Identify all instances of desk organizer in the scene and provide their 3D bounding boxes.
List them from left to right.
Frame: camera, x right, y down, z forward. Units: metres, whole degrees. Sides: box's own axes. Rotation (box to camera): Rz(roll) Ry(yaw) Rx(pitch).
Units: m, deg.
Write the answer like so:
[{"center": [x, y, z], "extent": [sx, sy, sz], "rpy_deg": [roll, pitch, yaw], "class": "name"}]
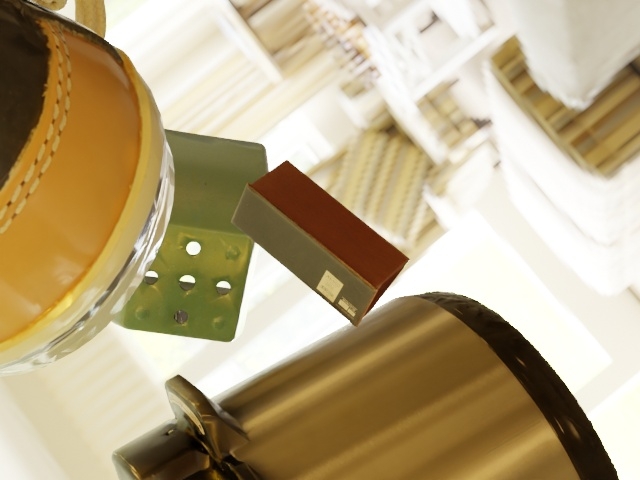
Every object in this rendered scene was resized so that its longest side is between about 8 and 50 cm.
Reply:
[{"center": [0.000, 0.000, 1.086], "extent": [0.130, 0.050, 0.047], "rpy_deg": [40, 136, 13], "class": "desk organizer"}]

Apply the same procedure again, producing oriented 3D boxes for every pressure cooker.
[{"center": [0.014, 0.275, 1.239], "extent": [0.370, 0.420, 0.375], "rpy_deg": [55, 159, 19], "class": "pressure cooker"}]

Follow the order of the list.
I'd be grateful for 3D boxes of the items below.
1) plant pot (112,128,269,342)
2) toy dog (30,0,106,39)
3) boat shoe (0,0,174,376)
[{"center": [-0.135, 0.003, 1.366], "extent": [0.165, 0.166, 0.234], "rpy_deg": [9, -162, -11], "class": "plant pot"}, {"center": [-0.133, -0.285, 1.005], "extent": [0.161, 0.334, 0.220], "rpy_deg": [6, 160, 31], "class": "toy dog"}, {"center": [-0.290, -0.067, 0.540], "extent": [0.500, 0.187, 0.156], "rpy_deg": [11, 159, 29], "class": "boat shoe"}]
